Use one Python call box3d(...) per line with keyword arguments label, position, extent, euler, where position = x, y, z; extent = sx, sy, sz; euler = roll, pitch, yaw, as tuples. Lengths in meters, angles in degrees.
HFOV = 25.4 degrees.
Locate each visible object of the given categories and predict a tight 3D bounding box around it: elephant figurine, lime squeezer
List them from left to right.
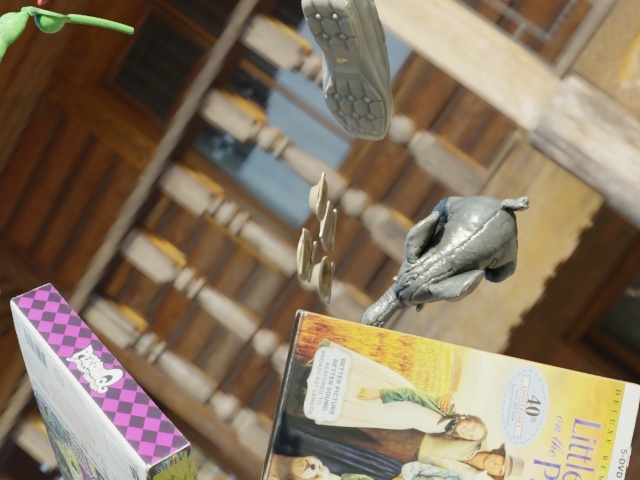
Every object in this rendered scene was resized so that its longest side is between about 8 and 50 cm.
box3d(label="lime squeezer", position=(-0.435, -0.317, 2.219), extent=(0.310, 0.110, 0.059), euler=(-31, 5, -30))
box3d(label="elephant figurine", position=(0.187, 0.038, 2.170), extent=(0.239, 0.169, 0.186), euler=(-33, -51, -31))

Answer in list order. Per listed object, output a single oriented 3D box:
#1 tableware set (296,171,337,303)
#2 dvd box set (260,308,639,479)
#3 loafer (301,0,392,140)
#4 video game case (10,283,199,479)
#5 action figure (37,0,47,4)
box3d(label="tableware set", position=(0.000, 0.000, 1.840), extent=(0.168, 0.020, 0.141), euler=(59, -143, -66))
box3d(label="dvd box set", position=(0.145, 0.274, 1.673), extent=(0.062, 0.420, 0.307), euler=(162, 121, -83))
box3d(label="loafer", position=(0.054, -0.275, 2.064), extent=(0.319, 0.112, 0.111), euler=(75, -147, -49))
box3d(label="video game case", position=(-0.150, 0.172, 1.070), extent=(0.042, 0.232, 0.210), euler=(-25, -51, -23))
box3d(label="action figure", position=(-0.270, -0.236, 1.195), extent=(0.030, 0.038, 0.115), euler=(-33, -31, 11))
